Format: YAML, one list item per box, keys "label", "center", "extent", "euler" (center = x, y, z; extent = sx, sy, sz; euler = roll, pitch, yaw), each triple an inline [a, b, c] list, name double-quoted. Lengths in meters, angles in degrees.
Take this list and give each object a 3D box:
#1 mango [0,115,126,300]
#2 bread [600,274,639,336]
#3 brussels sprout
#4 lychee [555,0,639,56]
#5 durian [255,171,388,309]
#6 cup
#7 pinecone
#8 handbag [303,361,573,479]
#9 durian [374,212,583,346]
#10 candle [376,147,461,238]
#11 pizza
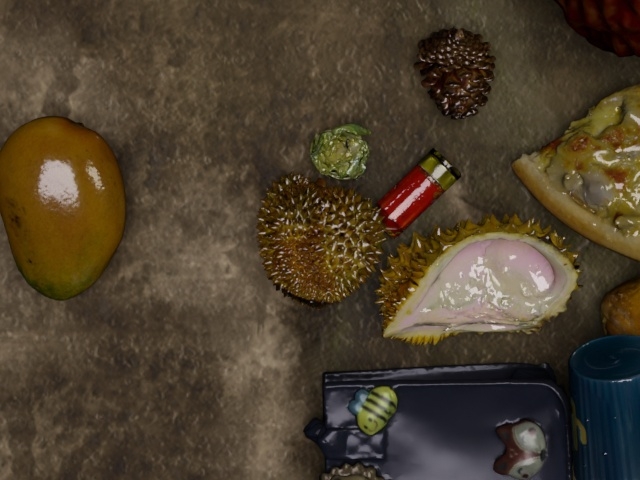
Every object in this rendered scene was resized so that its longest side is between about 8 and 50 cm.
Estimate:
- label: "mango"
  center: [-0.306, -0.040, 1.780]
  extent: [0.152, 0.120, 0.221]
  euler: [-13, 102, 3]
- label: "bread"
  center: [0.542, 0.150, 1.807]
  extent: [0.337, 0.148, 0.328]
  euler: [-22, 95, 1]
- label: "brussels sprout"
  center: [0.023, -0.108, 1.815]
  extent: [0.085, 0.058, 0.085]
  euler: [-7, 114, -15]
- label: "lychee"
  center: [0.431, -0.370, 1.640]
  extent: [0.425, 0.424, 0.500]
  euler: [-14, 123, -1]
- label: "durian"
  center: [0.000, 0.000, 1.783]
  extent: [0.158, 0.137, 0.168]
  euler: [-2, 86, 38]
- label: "cup"
  center: [0.347, 0.193, 1.740]
  extent: [0.131, 0.176, 0.155]
  euler: [-14, 115, -4]
- label: "pinecone"
  center: [0.165, -0.200, 1.789]
  extent: [0.102, 0.102, 0.109]
  euler: [-19, 103, 0]
- label: "handbag"
  center: [0.145, 0.310, 1.824]
  extent: [0.329, 0.122, 0.303]
  euler: [-1, 95, 0]
- label: "durian"
  center: [0.187, 0.037, 1.786]
  extent: [0.250, 0.138, 0.183]
  euler: [-2, 114, -7]
- label: "candle"
  center: [0.111, -0.052, 1.825]
  extent: [0.052, 0.052, 0.130]
  euler: [44, 93, -5]
- label: "pizza"
  center: [0.398, -0.084, 1.763]
  extent: [0.323, 0.089, 0.223]
  euler: [27, 79, 23]
